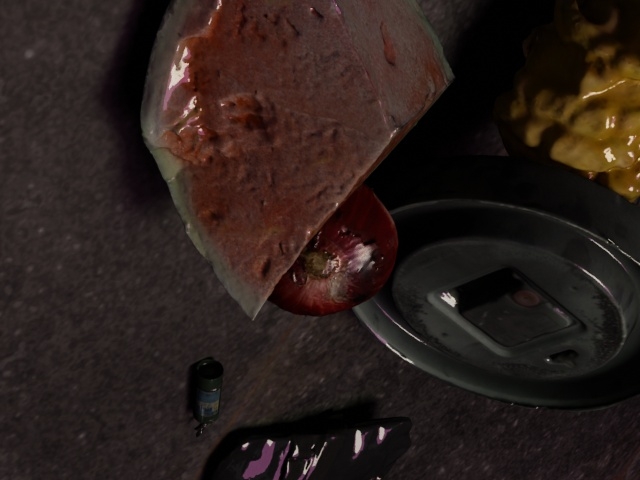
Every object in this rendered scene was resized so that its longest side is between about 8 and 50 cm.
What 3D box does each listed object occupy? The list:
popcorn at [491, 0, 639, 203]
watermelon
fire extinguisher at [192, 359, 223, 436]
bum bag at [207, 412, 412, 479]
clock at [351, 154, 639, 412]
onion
[{"bbox_3d":[0.263,-0.143,1.184,0.250,0.190,0.250,-55,-179,2],"label":"popcorn"},{"bbox_3d":[-0.016,-0.094,0.981,0.256,0.176,0.260,20,128,-39],"label":"watermelon"},{"bbox_3d":[-0.103,0.144,1.269,0.038,0.025,0.083,-47,156,-43],"label":"fire extinguisher"},{"bbox_3d":[-0.012,0.235,1.436,0.248,0.060,0.123,-6,130,-42],"label":"bum bag"},{"bbox_3d":[0.172,0.043,1.229,0.312,0.313,0.061,80,26,-52],"label":"clock"},{"bbox_3d":[0.000,0.000,1.133,0.131,0.131,0.131,-29,144,-24],"label":"onion"}]
